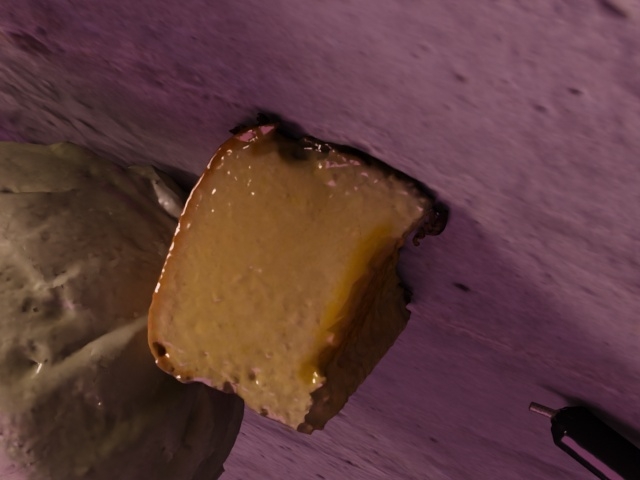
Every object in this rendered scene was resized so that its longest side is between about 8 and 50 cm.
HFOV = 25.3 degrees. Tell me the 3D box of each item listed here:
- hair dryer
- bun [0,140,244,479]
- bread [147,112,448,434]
[{"bbox_3d":[0.224,0.174,0.934,0.219,0.071,0.124,37,159,2],"label":"hair dryer"},{"bbox_3d":[-0.140,0.046,0.935,0.187,0.293,0.293,-32,123,23],"label":"bun"},{"bbox_3d":[0.000,0.000,0.847,0.140,0.169,0.160,25,118,12],"label":"bread"}]
